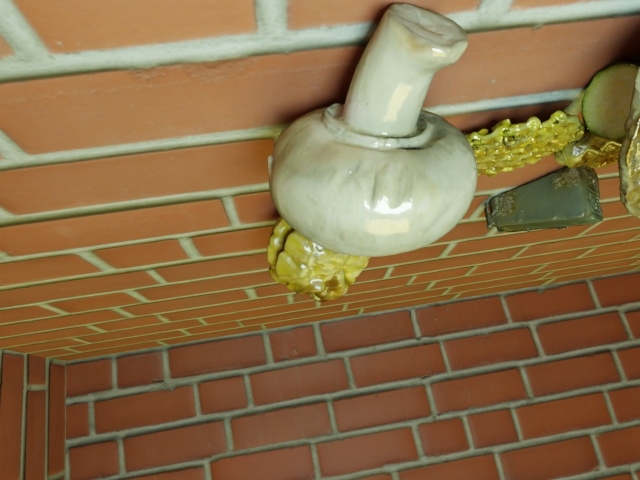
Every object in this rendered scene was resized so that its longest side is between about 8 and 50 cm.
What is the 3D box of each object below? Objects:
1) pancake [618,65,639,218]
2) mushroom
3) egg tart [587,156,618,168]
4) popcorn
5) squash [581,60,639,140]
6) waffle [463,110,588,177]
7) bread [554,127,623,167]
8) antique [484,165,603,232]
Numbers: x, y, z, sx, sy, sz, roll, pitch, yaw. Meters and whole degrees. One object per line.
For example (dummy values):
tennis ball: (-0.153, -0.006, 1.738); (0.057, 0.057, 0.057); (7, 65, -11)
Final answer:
pancake: (0.582, -0.201, 0.726); (0.386, 0.082, 0.387); (-13, 120, -24)
mushroom: (0.100, -0.113, 0.706); (0.355, 0.316, 0.315); (-22, 158, 40)
egg tart: (0.673, -0.205, 1.090); (0.130, 0.052, 0.130); (-9, 167, -2)
popcorn: (0.000, 0.000, 1.126); (0.264, 0.225, 0.332); (-9, 143, -41)
squash: (0.602, -0.240, 0.847); (0.246, 0.133, 0.132); (-4, 160, -24)
waffle: (0.382, -0.188, 0.964); (0.280, 0.060, 0.262); (-14, 170, 36)
bread: (0.675, -0.234, 0.976); (0.367, 0.084, 0.077); (-16, 121, 21)
antique: (0.586, -0.094, 1.282); (0.125, 0.150, 0.284); (13, 159, -41)
